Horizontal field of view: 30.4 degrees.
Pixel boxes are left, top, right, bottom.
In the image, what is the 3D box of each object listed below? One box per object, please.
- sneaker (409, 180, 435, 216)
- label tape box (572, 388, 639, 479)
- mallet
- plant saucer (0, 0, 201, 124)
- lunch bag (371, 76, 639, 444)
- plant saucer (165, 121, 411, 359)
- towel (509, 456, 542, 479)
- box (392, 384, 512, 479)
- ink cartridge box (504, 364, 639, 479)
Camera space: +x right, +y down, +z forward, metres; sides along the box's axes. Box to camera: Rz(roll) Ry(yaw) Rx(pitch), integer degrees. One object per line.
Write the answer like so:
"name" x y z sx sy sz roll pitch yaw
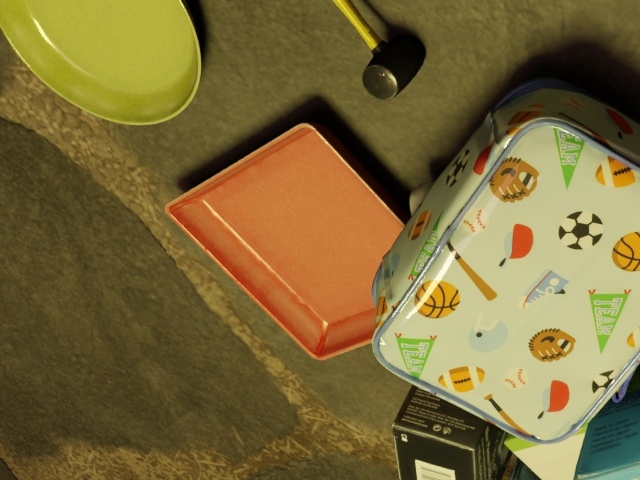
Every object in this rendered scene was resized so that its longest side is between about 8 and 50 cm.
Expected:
"sneaker" 0.182 0.032 1.144 0.091 0.094 0.258 -26 121 26
"label tape box" 0.427 0.257 1.059 0.240 0.106 0.334 -28 113 40
"mallet" 0.023 -0.212 1.023 0.039 0.062 0.190 -28 99 45
"plant saucer" -0.217 -0.221 1.159 0.240 0.037 0.241 18 140 16
"lunch bag" 0.196 0.031 1.022 0.243 0.115 0.303 26 119 -13
"plant saucer" 0.000 0.000 1.244 0.258 0.048 0.259 46 139 -17
"towel" 0.245 0.251 1.293 0.067 0.119 0.029 40 135 -11
"box" 0.153 0.199 1.267 0.093 0.158 0.156 13 138 22
"ink cartridge box" 0.349 0.236 1.231 0.255 0.097 0.188 44 139 -17
